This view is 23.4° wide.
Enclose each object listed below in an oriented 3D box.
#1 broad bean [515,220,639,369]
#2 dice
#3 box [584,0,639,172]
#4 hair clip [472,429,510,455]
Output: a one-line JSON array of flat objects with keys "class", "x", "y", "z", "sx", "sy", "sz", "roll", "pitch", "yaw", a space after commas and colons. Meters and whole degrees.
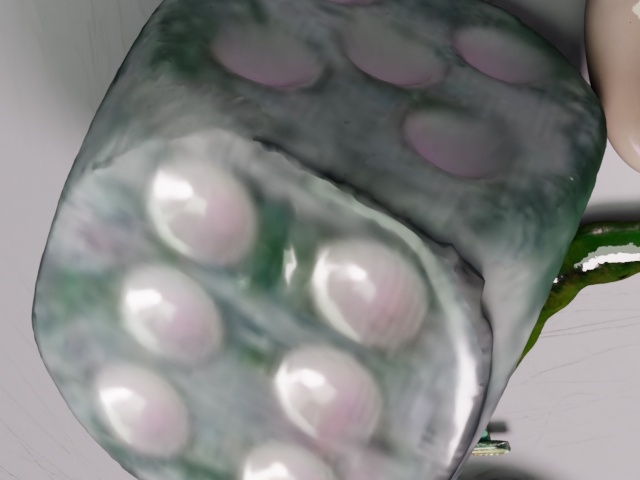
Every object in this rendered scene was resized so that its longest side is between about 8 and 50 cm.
[{"class": "broad bean", "x": 0.235, "y": 0.052, "z": 1.319, "sx": 0.292, "sy": 0.049, "sz": 0.144, "roll": -17, "pitch": 117, "yaw": 25}, {"class": "dice", "x": 0.000, "y": 0.000, "z": 1.148, "sx": 0.330, "sy": 0.348, "sz": 0.328, "roll": 24, "pitch": 126, "yaw": 3}, {"class": "box", "x": 0.272, "y": -0.137, "z": 1.152, "sx": 0.146, "sy": 0.088, "sz": 0.200, "roll": -5, "pitch": 122, "yaw": 16}, {"class": "hair clip", "x": 0.092, "y": 0.190, "z": 1.459, "sx": 0.173, "sy": 0.049, "sz": 0.049, "roll": -9, "pitch": 122, "yaw": 14}]
